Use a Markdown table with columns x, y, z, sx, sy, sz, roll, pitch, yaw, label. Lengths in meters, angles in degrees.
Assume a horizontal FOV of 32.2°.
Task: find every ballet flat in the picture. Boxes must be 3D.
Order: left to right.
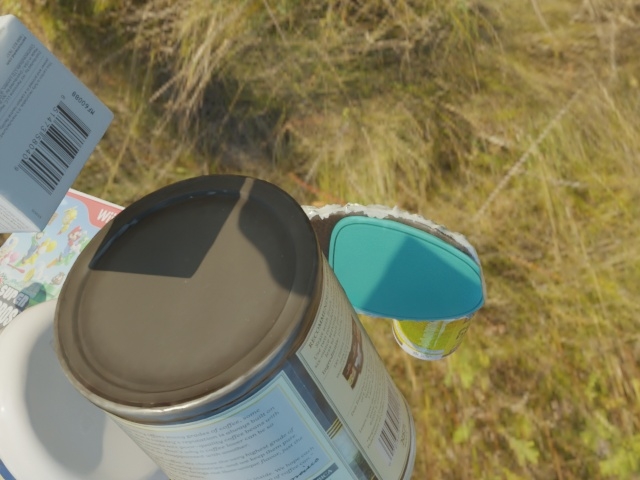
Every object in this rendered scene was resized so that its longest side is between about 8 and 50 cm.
| x | y | z | sx | sy | sz | roll | pitch | yaw | label |
| --- | --- | --- | --- | --- | --- | --- | --- | --- | --- |
| 0.000 | 0.000 | 1.338 | 0.409 | 0.147 | 0.147 | 8 | 134 | 1 | ballet flat |

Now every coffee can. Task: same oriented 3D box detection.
| x | y | z | sx | sy | sz | roll | pitch | yaw | label |
| --- | --- | --- | --- | --- | --- | --- | --- | --- | --- |
| -0.054 | 0.111 | 0.875 | 0.201 | 0.201 | 0.275 | -15 | 140 | 11 | coffee can |

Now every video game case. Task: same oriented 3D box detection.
| x | y | z | sx | sy | sz | roll | pitch | yaw | label |
| --- | --- | --- | --- | --- | --- | --- | --- | --- | --- |
| -0.396 | 0.053 | 1.519 | 0.204 | 0.285 | 0.025 | 18 | 155 | 44 | video game case |

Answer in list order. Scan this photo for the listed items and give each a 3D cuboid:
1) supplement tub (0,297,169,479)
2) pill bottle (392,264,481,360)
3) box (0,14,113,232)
| x | y | z | sx | sy | sz | roll | pitch | yaw | label |
| --- | --- | --- | --- | --- | --- | --- | --- | --- | --- |
| -0.316 | 0.214 | 1.183 | 0.228 | 0.228 | 0.316 | 32 | 136 | -29 | supplement tub |
| 0.178 | 0.089 | 1.662 | 0.117 | 0.117 | 0.215 | 2 | 151 | -4 | pill bottle |
| -0.212 | -0.072 | 0.711 | 0.087 | 0.101 | 0.102 | -1 | 143 | 42 | box |
